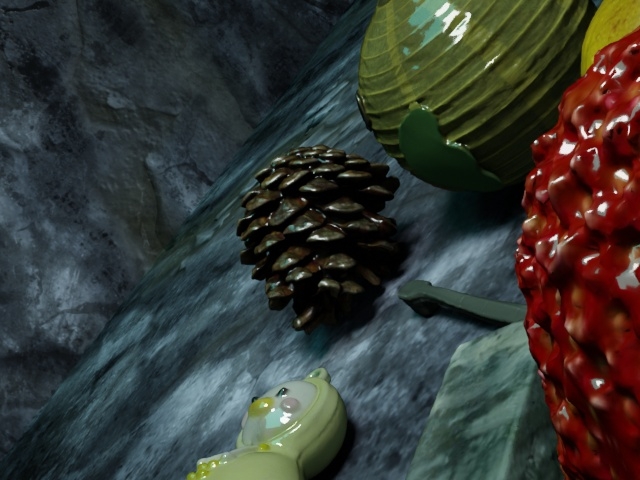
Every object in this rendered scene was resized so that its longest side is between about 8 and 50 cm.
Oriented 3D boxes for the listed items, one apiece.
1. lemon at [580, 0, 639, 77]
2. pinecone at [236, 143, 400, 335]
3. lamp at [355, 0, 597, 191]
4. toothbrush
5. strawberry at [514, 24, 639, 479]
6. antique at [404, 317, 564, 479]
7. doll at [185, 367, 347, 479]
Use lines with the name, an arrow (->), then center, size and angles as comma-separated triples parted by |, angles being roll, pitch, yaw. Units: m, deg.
lemon -> 0.263, -0.112, 0.636 | 0.170, 0.170, 0.207 | -38, 24, 30
pinecone -> 0.002, -0.005, 1.055 | 0.184, 0.179, 0.204 | -50, 39, 33
lamp -> 0.139, -0.182, 0.918 | 0.250, 0.284, 0.250 | -38, 22, 18
toothbrush -> 0.141, 0.059, 0.794 | 0.030, 0.030, 0.297 | -42, 15, -14
strawberry -> 0.177, 0.025, 0.375 | 0.258, 0.261, 0.261 | -40, 14, -7
antique -> 0.116, 0.132, 0.564 | 0.086, 0.088, 0.183 | -30, 23, 44
doll -> -0.058, 0.206, 0.793 | 0.141, 0.117, 0.296 | -31, 22, 38
